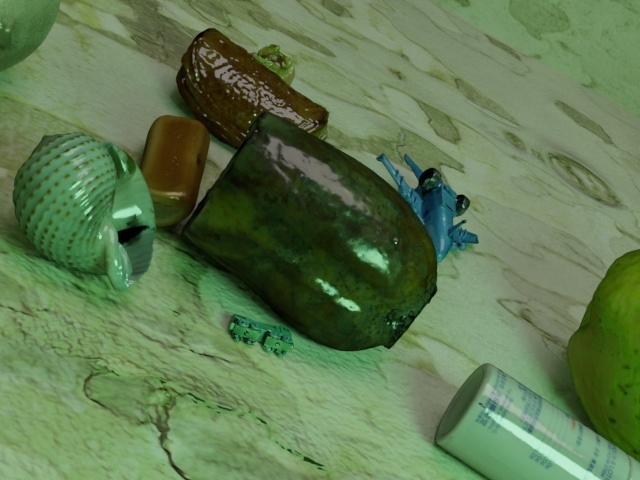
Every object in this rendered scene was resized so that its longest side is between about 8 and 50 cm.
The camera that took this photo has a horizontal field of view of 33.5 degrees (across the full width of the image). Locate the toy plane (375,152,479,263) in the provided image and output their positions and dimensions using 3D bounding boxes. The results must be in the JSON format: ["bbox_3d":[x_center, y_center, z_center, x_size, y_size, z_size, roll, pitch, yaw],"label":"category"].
[{"bbox_3d":[0.200,-0.050,1.858,0.254,0.105,0.271,39,20,-23],"label":"toy plane"}]

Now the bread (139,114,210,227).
[{"bbox_3d":[-0.213,-0.097,1.507,0.092,0.074,0.239,11,32,-6],"label":"bread"}]

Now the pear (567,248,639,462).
[{"bbox_3d":[0.558,0.180,1.610,0.391,0.391,0.391,26,29,-15],"label":"pear"}]

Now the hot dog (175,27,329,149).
[{"bbox_3d":[-0.115,-0.235,1.788,0.272,0.122,0.196,35,29,-6],"label":"hot dog"}]

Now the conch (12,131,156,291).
[{"bbox_3d":[-0.288,-0.031,1.266,0.172,0.131,0.200,0,80,-77],"label":"conch"}]

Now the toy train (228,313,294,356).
[{"bbox_3d":[-0.076,0.118,1.365,0.092,0.029,0.045,22,22,-20],"label":"toy train"}]

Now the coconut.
[{"bbox_3d":[-0.480,-0.348,1.450,0.237,0.237,0.266,1,44,-47],"label":"coconut"}]

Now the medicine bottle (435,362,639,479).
[{"bbox_3d":[0.325,0.304,1.391,0.340,0.130,0.130,33,27,-1],"label":"medicine bottle"}]

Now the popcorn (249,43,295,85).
[{"bbox_3d":[-0.102,-0.309,1.961,0.109,0.089,0.097,20,41,-31],"label":"popcorn"}]

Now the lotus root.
[{"bbox_3d":[0.000,0.000,1.430,0.346,0.250,0.250,38,27,-3],"label":"lotus root"}]
